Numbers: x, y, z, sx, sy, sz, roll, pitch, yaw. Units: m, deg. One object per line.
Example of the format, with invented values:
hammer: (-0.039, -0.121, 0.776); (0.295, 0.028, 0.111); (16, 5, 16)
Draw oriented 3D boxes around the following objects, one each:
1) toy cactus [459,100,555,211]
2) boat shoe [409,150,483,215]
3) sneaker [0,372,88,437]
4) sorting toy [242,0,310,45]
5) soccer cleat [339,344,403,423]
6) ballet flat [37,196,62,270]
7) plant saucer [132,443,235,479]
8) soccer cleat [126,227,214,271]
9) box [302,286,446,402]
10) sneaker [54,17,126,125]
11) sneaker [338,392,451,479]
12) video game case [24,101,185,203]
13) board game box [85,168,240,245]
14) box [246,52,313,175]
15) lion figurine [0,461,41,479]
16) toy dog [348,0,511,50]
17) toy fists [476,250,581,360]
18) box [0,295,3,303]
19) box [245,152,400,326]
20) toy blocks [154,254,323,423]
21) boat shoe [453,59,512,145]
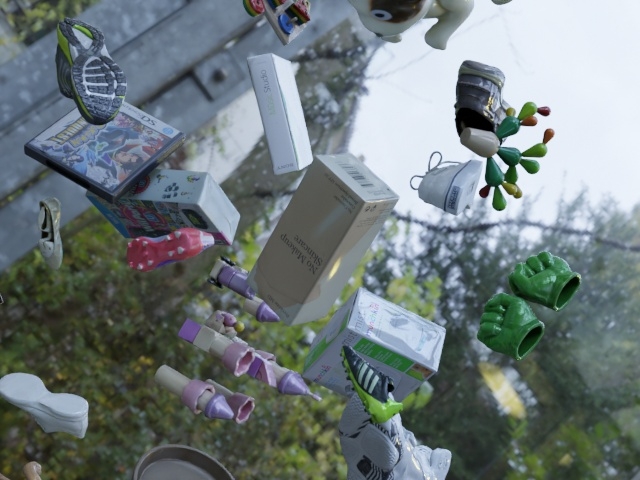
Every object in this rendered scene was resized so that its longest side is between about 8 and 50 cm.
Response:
toy cactus: (0.341, -0.173, 1.746); (0.180, 0.219, 0.112); (19, 11, -27)
boat shoe: (0.303, -0.142, 2.288); (0.156, 0.367, 0.136); (19, -72, 14)
sneaker: (-0.561, 0.340, 1.851); (0.212, 0.080, 0.094); (19, -55, 20)
sorting toy: (-0.072, -0.515, 2.017); (0.046, 0.274, 0.132); (-22, -70, 30)
soccer cleat: (0.092, 0.259, 1.705); (0.060, 0.072, 0.179); (78, -14, -49)
ballet flat: (-0.619, -0.014, 2.088); (0.057, 0.052, 0.168); (4, -83, 32)
plant saucer: (-0.306, 0.586, 2.111); (0.278, 0.278, 0.041); (44, -62, 23)
soccer cleat: (-0.343, 0.021, 2.068); (0.248, 0.095, 0.083); (-15, -100, 44)
box: (0.119, 0.256, 2.121); (0.231, 0.127, 0.262); (26, -40, -10)
sneaker: (-0.464, -0.317, 1.840); (0.121, 0.111, 0.300); (-65, -145, 36)
sneaker: (0.156, 0.427, 1.893); (0.137, 0.210, 0.366); (13, -62, 38)
video game case: (-0.491, -0.223, 2.121); (0.248, 0.275, 0.035); (29, -43, 12)
board game box: (-0.380, -0.084, 2.252); (0.303, 0.098, 0.224); (5, -26, 20)
box: (-0.077, -0.260, 1.902); (0.322, 0.058, 0.232); (-57, 134, -80)
lion figurine: (-0.429, 0.558, 1.562); (0.392, 0.142, 0.240); (53, -8, -27)
toy dog: (0.220, -0.596, 1.998); (0.284, 0.408, 0.395); (30, -38, 26)
toy fists: (0.476, 0.143, 2.159); (0.142, 0.279, 0.096); (30, -14, 42)
box: (-0.861, 0.086, 2.205); (0.201, 0.021, 0.165); (-6, -68, 32)
box: (0.000, 0.000, 1.756); (0.148, 0.121, 0.311); (43, -61, 25)
toy blocks: (-0.135, 0.248, 1.959); (0.260, 0.309, 0.288); (26, -6, 24)
boat shoe: (0.362, -0.285, 2.136); (0.132, 0.130, 0.355); (19, -12, 24)
